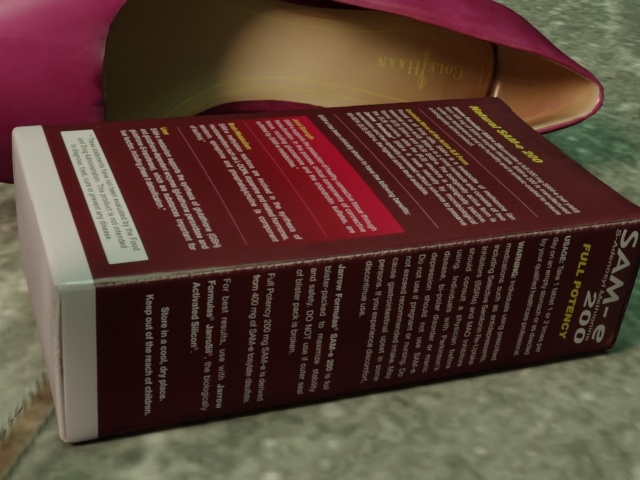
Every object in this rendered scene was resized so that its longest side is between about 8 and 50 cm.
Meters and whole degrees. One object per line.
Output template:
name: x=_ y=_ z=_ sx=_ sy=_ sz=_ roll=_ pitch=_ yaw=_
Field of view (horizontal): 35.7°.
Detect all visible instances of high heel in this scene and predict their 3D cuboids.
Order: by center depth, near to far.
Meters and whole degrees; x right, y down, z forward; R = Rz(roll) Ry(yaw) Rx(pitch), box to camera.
high heel: x=-0.019 y=-0.086 z=0.508 sx=0.181 sy=0.127 sz=0.377 roll=19 pitch=27 yaw=41

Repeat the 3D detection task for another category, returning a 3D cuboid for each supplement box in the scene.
supplement box: x=0.000 y=0.000 z=0.425 sx=0.239 sy=0.073 sz=0.130 roll=-7 pitch=33 yaw=-20
